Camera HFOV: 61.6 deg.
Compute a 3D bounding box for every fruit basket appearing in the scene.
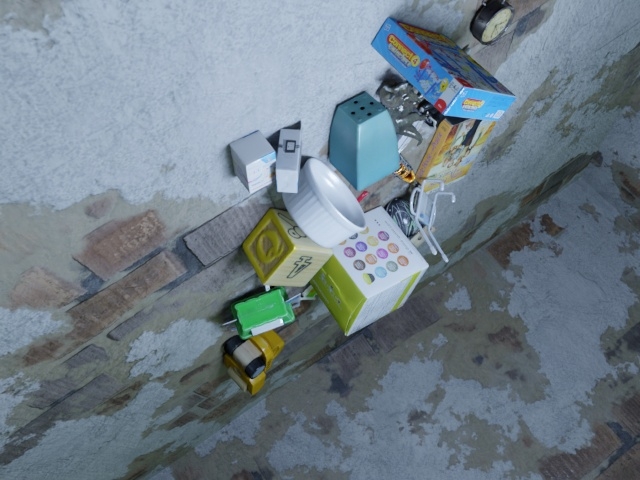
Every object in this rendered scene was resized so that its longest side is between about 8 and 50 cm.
[{"bbox_3d":[-0.229,0.314,2.212,0.326,0.166,0.353,-19,163,-8],"label":"fruit basket"}]

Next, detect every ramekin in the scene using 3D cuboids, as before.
[{"bbox_3d":[0.007,-0.110,1.676,0.135,0.277,0.277,-37,158,20],"label":"ramekin"}]

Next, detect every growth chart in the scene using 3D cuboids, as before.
[{"bbox_3d":[-0.002,0.208,2.535,0.237,0.021,0.172,-49,155,25],"label":"growth chart"}]

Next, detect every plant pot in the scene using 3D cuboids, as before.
[{"bbox_3d":[0.131,-0.309,1.617,0.165,0.165,0.234,-30,147,-16],"label":"plant pot"}]

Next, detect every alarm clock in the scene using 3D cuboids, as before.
[{"bbox_3d":[0.525,-0.657,1.640,0.129,0.064,0.192,-40,154,7],"label":"alarm clock"}]

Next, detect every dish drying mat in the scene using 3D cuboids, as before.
[{"bbox_3d":[0.154,-0.161,2.095,0.083,0.008,0.032,-47,155,20],"label":"dish drying mat"}]

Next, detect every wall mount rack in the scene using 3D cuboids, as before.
[{"bbox_3d":[0.468,-0.081,2.221,0.350,0.130,0.304,22,78,-61],"label":"wall mount rack"}]

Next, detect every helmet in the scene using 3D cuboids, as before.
[{"bbox_3d":[0.349,-0.095,2.305,0.169,0.170,0.161,-23,165,-30],"label":"helmet"}]

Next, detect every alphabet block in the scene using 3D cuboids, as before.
[{"bbox_3d":[-0.111,0.028,1.823,0.197,0.192,0.193,9,128,-48],"label":"alphabet block"}]

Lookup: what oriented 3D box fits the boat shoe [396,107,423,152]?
[{"bbox_3d":[0.246,-0.331,1.820,0.268,0.096,0.088,-53,148,14],"label":"boat shoe"}]

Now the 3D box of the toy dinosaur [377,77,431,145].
[{"bbox_3d":[0.255,-0.410,1.661,0.160,0.121,0.314,-26,150,-5],"label":"toy dinosaur"}]

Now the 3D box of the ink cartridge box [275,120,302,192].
[{"bbox_3d":[-0.086,-0.235,1.496,0.060,0.180,0.104,3,150,0],"label":"ink cartridge box"}]

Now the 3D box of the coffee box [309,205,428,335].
[{"bbox_3d":[0.180,0.130,2.249,0.334,0.338,0.338,-24,154,-27],"label":"coffee box"}]

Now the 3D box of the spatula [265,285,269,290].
[{"bbox_3d":[-0.160,0.082,2.027,0.168,0.019,0.242,-31,140,-24],"label":"spatula"}]

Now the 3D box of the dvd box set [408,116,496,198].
[{"bbox_3d":[0.549,-0.369,2.197,0.307,0.062,0.420,-23,152,-27],"label":"dvd box set"}]

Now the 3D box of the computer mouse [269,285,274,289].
[{"bbox_3d":[-0.166,0.128,2.135,0.106,0.042,0.193,-29,155,-15],"label":"computer mouse"}]

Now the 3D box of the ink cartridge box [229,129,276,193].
[{"bbox_3d":[-0.179,-0.206,1.456,0.092,0.090,0.143,-30,155,-17],"label":"ink cartridge box"}]

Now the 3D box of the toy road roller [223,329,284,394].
[{"bbox_3d":[-0.302,0.545,2.520,0.240,0.202,0.330,-35,157,-32],"label":"toy road roller"}]

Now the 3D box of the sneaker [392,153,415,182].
[{"bbox_3d":[0.294,-0.273,1.996,0.084,0.083,0.214,-45,154,21],"label":"sneaker"}]

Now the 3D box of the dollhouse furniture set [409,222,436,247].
[{"bbox_3d":[0.421,-0.087,2.501,0.183,0.129,0.129,34,109,-34],"label":"dollhouse furniture set"}]

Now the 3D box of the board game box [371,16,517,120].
[{"bbox_3d":[0.338,-0.457,1.452,0.308,0.302,0.086,-10,144,-47],"label":"board game box"}]

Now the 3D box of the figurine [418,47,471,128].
[{"bbox_3d":[0.422,-0.506,1.766,0.209,0.092,0.215,-42,156,-9],"label":"figurine"}]
